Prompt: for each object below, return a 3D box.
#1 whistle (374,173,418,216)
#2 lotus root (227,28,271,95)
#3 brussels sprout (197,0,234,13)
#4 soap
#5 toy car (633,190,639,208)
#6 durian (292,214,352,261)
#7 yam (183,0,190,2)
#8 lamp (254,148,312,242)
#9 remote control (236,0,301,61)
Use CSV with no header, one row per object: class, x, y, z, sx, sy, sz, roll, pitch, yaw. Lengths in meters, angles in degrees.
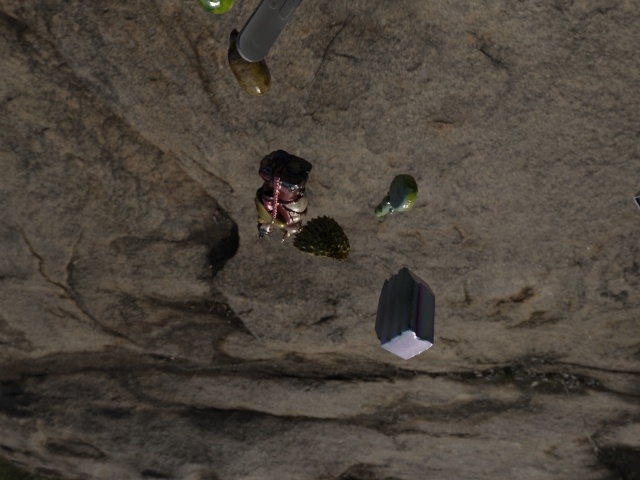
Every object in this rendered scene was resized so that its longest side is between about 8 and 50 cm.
whistle,0.216,-0.117,1.278,0.057,0.104,0.198,2,160,-18
lotus root,-0.276,-0.675,1.704,0.129,0.145,0.260,-7,129,24
brussels sprout,-0.370,-0.853,1.540,0.152,0.149,0.122,17,112,-17
soap,0.140,0.117,0.741,0.056,0.149,0.100,32,133,-15
toy car,0.500,-0.063,0.531,0.108,0.210,0.089,-39,90,-7
durian,0.000,-0.002,1.437,0.165,0.182,0.132,-32,133,7
yam,-0.480,-0.893,1.403,0.061,0.061,0.274,-12,127,17
lamp,-0.082,-0.071,0.945,0.119,0.118,0.253,10,139,-2
remote control,-0.112,-0.526,1.040,0.077,0.022,0.245,35,85,-35
